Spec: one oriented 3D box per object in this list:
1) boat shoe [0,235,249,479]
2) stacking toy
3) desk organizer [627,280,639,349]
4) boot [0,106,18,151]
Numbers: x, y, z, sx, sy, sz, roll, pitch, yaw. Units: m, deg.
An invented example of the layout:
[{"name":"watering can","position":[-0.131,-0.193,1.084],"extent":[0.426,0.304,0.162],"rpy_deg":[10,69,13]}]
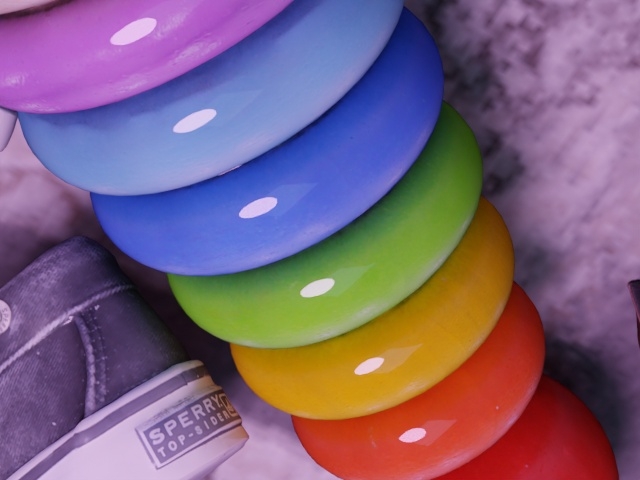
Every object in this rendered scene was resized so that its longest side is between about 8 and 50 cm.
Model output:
[{"name":"boat shoe","position":[-0.157,0.108,0.676],"extent":[0.301,0.108,0.102],"rpy_deg":[-40,80,30]},{"name":"stacking toy","position":[0.000,0.000,0.608],"extent":[0.141,0.141,0.330],"rpy_deg":[-24,121,10]},{"name":"desk organizer","position":[0.176,0.039,0.676],"extent":[0.130,0.047,0.050],"rpy_deg":[-8,120,2]},{"name":"boot","position":[-0.194,-0.041,0.599],"extent":[0.190,0.069,0.086],"rpy_deg":[22,95,-3]}]
